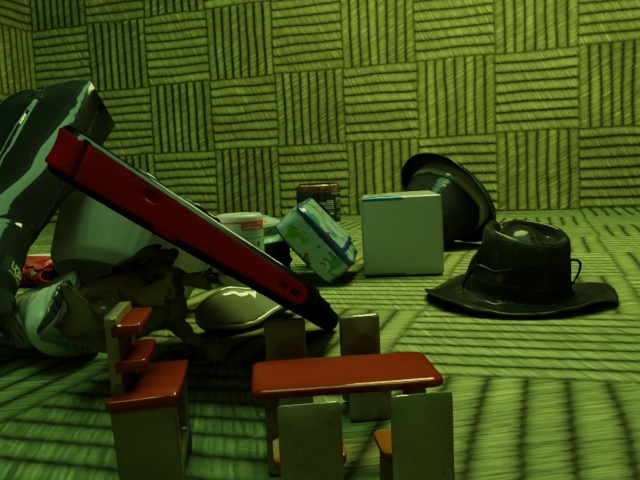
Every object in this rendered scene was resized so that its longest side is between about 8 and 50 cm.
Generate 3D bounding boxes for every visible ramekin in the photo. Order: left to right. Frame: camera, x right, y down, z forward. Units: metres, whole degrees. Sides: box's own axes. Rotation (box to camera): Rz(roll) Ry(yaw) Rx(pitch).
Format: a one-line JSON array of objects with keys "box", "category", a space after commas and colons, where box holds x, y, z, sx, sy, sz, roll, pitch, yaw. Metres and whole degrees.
[{"box": [-0.319, 0.020, 1.163, 0.273, 0.127, 0.273, 10, -25, 5], "category": "ramekin"}]

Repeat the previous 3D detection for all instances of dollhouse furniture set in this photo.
[{"box": [-0.034, 0.114, 0.565, 0.259, 0.135, 0.262, -3, 6, -6], "category": "dollhouse furniture set"}]

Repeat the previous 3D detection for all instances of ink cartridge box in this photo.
[{"box": [0.179, -0.021, 1.549, 0.171, 0.168, 0.233, -3, 5, 5], "category": "ink cartridge box"}]

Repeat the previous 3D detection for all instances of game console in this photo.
[{"box": [-0.133, 0.002, 0.869, 0.342, 0.060, 0.386, 28, -6, 10], "category": "game console"}]

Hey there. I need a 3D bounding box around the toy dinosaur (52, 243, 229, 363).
[{"box": [-0.235, 0.078, 0.815, 0.200, 0.127, 0.295, 9, 4, 23], "category": "toy dinosaur"}]

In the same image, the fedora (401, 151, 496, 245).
[{"box": [0.308, -0.081, 1.888, 0.152, 0.334, 0.334, -40, 23, -23], "category": "fedora"}]

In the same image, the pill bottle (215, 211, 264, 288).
[{"box": [-0.144, 0.031, 1.257, 0.087, 0.160, 0.087, -3, 7, 0], "category": "pill bottle"}]

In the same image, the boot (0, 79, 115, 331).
[{"box": [-0.545, -0.069, 1.026, 0.367, 0.146, 0.445, 2, 49, 6], "category": "boot"}]

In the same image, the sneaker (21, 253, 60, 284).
[{"box": [-0.675, 0.064, 1.552, 0.221, 0.087, 0.128, -8, 7, -31], "category": "sneaker"}]

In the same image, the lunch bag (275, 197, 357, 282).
[{"box": [0.000, 0.000, 1.465, 0.090, 0.176, 0.219, -42, 0, 9], "category": "lunch bag"}]

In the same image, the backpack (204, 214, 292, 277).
[{"box": [-0.177, 0.015, 1.514, 0.188, 0.144, 0.166, -1, 10, 35], "category": "backpack"}]

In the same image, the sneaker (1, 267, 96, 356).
[{"box": [-0.388, 0.117, 0.976, 0.129, 0.111, 0.297, -21, 7, -16], "category": "sneaker"}]

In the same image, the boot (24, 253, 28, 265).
[{"box": [-0.805, 0.055, 1.397, 0.284, 0.138, 0.377, 17, 32, 41], "category": "boot"}]

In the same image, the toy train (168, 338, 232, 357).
[{"box": [-0.158, 0.142, 0.912, 0.083, 0.017, 0.024, -3, 16, -6], "category": "toy train"}]

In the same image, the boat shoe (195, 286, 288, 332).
[{"box": [-0.115, 0.110, 1.087, 0.206, 0.075, 0.065, -17, -28, -46], "category": "boat shoe"}]

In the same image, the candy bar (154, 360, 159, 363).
[{"box": [-0.214, 0.151, 0.850, 0.040, 0.018, 0.161, -6, 6, -22], "category": "candy bar"}]

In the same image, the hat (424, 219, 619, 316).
[{"box": [0.326, 0.033, 1.168, 0.331, 0.134, 0.331, -4, 7, 0], "category": "hat"}]

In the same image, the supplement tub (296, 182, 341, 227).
[{"box": [-0.003, -0.037, 1.639, 0.106, 0.198, 0.106, -2, 6, 0], "category": "supplement tub"}]
